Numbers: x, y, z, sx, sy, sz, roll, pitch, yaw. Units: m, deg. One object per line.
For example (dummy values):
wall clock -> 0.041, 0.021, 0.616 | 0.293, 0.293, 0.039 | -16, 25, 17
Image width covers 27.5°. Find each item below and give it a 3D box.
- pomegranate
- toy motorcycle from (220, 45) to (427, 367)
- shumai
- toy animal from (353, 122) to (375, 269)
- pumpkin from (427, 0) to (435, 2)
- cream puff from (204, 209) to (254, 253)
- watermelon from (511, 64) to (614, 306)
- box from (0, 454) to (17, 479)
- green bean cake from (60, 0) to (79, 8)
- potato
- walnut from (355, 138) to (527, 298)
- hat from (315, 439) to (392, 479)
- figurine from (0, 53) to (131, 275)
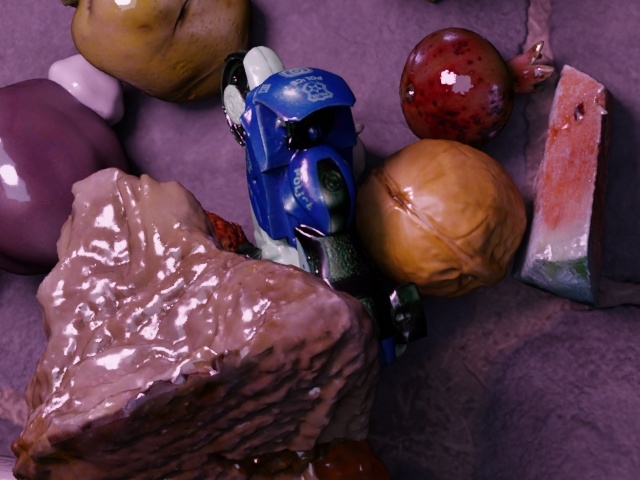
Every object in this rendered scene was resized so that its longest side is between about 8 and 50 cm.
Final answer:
pomegranate -> 0.160, -0.153, 1.348 | 0.159, 0.129, 0.129 | 4, 88, 5
toy motorcycle -> -0.011, -0.031, 1.208 | 0.125, 0.196, 0.331 | -18, 88, -24
shumai -> -0.126, 0.090, 1.151 | 0.346, 0.217, 0.283 | -36, 43, 15
toy animal -> 0.001, -0.001, 1.386 | 0.125, 0.127, 0.251 | -5, 101, 4
pumpkin -> 0.090, -0.354, 1.340 | 0.248, 0.248, 0.248 | -1, 87, 11
cream puff -> -0.165, 0.074, 1.343 | 0.164, 0.240, 0.240 | 20, 91, 0
watermelon -> 0.256, -0.066, 1.330 | 0.094, 0.154, 0.241 | 9, 76, 11
box -> -0.384, 0.324, 1.418 | 0.332, 0.145, 0.173 | 6, 91, 11
green bean cake -> -0.299, -0.386, 1.444 | 0.236, 0.124, 0.233 | 27, 92, 11
potato -> -0.163, -0.232, 1.385 | 0.137, 0.200, 0.155 | -9, 72, 45
walnut -> 0.124, -0.020, 1.309 | 0.159, 0.206, 0.159 | -10, 70, 28
hat -> -0.114, 0.306, 1.302 | 0.400, 0.285, 0.285 | -21, 84, 7
figurine -> -0.363, -0.027, 1.431 | 0.365, 0.206, 0.218 | -28, 88, 30
